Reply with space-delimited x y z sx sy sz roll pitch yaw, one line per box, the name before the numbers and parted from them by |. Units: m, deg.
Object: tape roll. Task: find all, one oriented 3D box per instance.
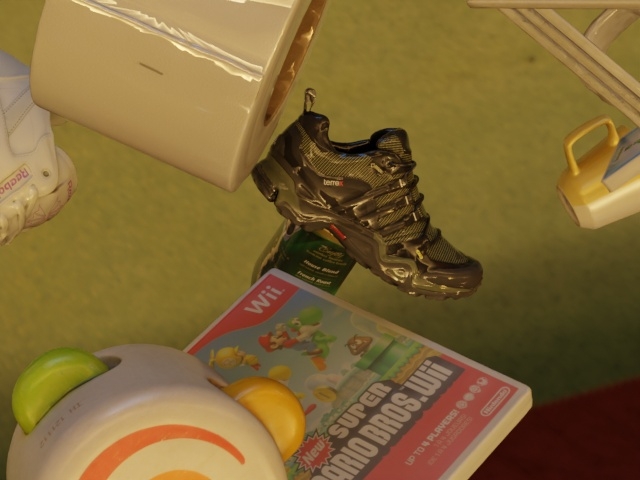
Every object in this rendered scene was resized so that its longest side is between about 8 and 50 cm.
tape roll | -0.092 -0.179 1.394 0.169 0.246 0.246 24 98 2

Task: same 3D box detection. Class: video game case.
video game case | 0.005 0.139 1.542 0.204 0.285 0.025 -43 141 -31

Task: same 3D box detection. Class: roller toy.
roller toy | -0.123 0.182 1.340 0.209 0.146 0.191 5 101 -20

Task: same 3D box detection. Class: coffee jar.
coffee jar | 0.000 0.000 1.818 0.079 0.096 0.184 20 133 -15

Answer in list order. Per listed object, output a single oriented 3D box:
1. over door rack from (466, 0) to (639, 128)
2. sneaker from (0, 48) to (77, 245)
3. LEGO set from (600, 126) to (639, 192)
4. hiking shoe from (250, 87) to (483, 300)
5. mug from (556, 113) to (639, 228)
over door rack | 0.228 -0.059 0.670 0.239 0.324 0.108 31 85 -43
sneaker | -0.270 -0.035 1.441 0.152 0.305 0.114 24 142 -15
LEGO set | 0.276 -0.145 1.254 0.182 0.244 0.060 -37 99 33
hiking shoe | 0.058 -0.035 1.567 0.227 0.086 0.114 30 102 -16
mug | 0.199 -0.046 1.305 0.064 0.062 0.078 -30 91 -1
